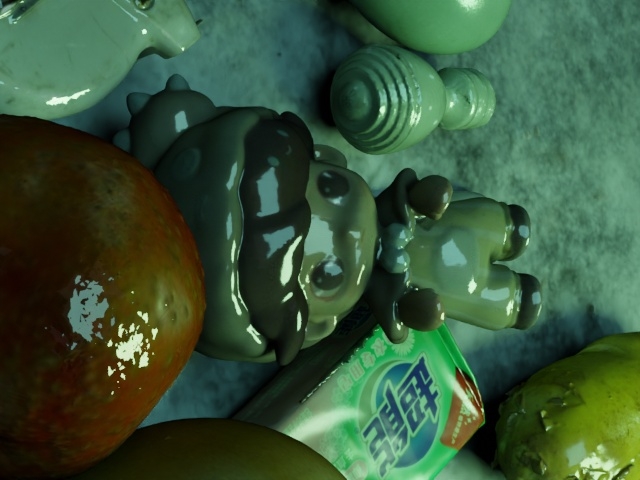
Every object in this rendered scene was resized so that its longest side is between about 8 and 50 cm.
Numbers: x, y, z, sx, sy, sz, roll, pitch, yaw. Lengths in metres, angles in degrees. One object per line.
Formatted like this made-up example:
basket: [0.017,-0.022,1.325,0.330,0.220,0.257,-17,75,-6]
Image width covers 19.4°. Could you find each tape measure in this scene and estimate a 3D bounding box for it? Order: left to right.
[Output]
tape measure: [-0.249,-0.214,1.515,0.265,0.130,0.258,-45,113,-34]

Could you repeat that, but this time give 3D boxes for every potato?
potato: [0.289,0.190,1.877,0.300,0.140,0.173,-18,88,-45]

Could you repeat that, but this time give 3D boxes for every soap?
soap: [0.022,0.183,1.691,0.273,0.098,0.218,-42,116,-33]

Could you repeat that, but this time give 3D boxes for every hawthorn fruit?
hawthorn fruit: [-0.221,0.035,1.404,0.275,0.275,0.299,60,23,-15]

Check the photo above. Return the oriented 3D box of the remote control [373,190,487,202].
remote control: [0.094,-0.010,1.811,0.229,0.044,0.073,-4,89,-40]

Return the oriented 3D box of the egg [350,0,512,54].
egg: [0.093,-0.279,1.773,0.231,0.168,0.168,54,55,-25]

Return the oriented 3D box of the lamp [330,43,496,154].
lamp: [0.088,-0.136,1.798,0.193,0.106,0.106,-5,86,-50]

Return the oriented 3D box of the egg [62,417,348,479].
egg: [-0.116,0.290,1.440,0.351,0.282,0.282,-35,105,-27]

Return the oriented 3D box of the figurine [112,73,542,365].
figurine: [0.001,0.000,1.603,0.380,0.203,0.248,7,83,-16]
